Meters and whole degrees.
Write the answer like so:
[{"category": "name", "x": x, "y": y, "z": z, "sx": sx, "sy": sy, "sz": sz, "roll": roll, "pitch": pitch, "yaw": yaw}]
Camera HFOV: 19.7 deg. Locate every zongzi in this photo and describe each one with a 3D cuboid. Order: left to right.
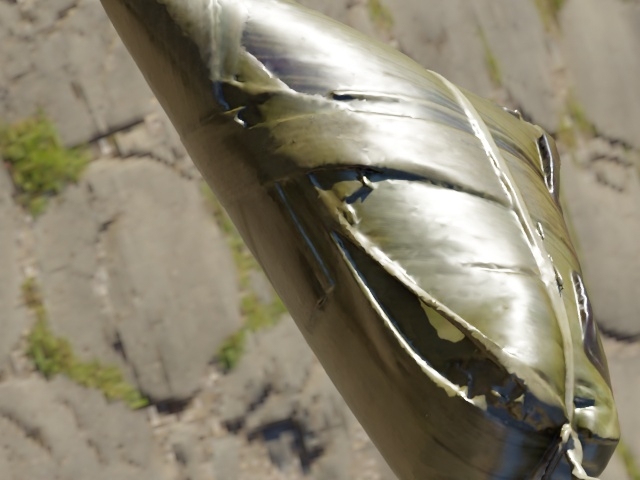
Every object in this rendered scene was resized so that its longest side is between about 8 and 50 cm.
[{"category": "zongzi", "x": 0.000, "y": 0.000, "z": 0.508, "sx": 0.178, "sy": 0.081, "sz": 0.189, "roll": 31, "pitch": 27, "yaw": -22}]
